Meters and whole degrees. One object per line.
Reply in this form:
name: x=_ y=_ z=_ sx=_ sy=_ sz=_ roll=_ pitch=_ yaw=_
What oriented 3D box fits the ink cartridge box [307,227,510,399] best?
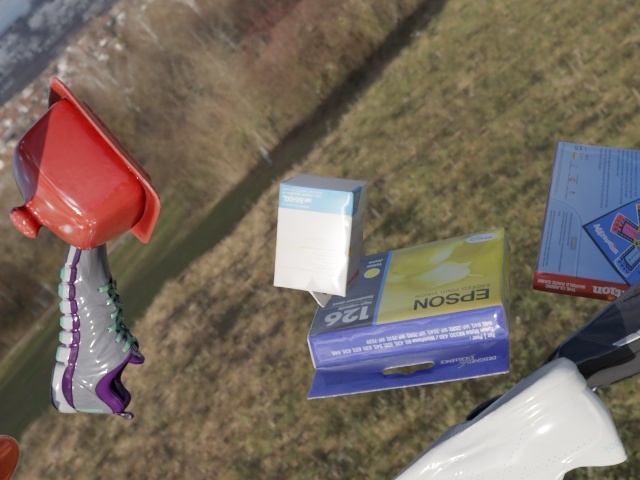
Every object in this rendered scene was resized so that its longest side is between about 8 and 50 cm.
ink cartridge box: x=0.138 y=0.106 z=1.462 sx=0.303 sy=0.072 sz=0.307 roll=-11 pitch=25 yaw=17

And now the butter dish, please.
butter dish: x=-0.244 y=-0.048 z=0.915 sx=0.118 sy=0.160 sz=0.160 roll=-40 pitch=-1 yaw=-21

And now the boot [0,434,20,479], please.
boot: x=-0.354 y=0.247 z=0.961 sx=0.084 sy=0.059 sz=0.158 roll=-41 pitch=4 yaw=42

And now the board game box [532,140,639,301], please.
board game box: x=0.314 y=-0.026 z=1.022 sx=0.145 sy=0.027 sz=0.281 roll=7 pitch=34 yaw=15

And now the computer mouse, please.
computer mouse: x=0.229 y=0.116 z=0.817 sx=0.262 sy=0.060 sz=0.184 roll=-35 pitch=-20 yaw=-13

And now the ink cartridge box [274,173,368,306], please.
ink cartridge box: x=0.000 y=0.000 z=1.142 sx=0.089 sy=0.143 sz=0.092 roll=8 pitch=13 yaw=12

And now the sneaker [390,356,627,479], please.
sneaker: x=0.124 y=0.177 z=0.696 sx=0.212 sy=0.094 sz=0.080 roll=-42 pitch=-8 yaw=33

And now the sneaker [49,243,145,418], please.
sneaker: x=-0.237 y=0.089 z=1.065 sx=0.083 sy=0.098 sz=0.224 roll=-64 pitch=-17 yaw=-76
